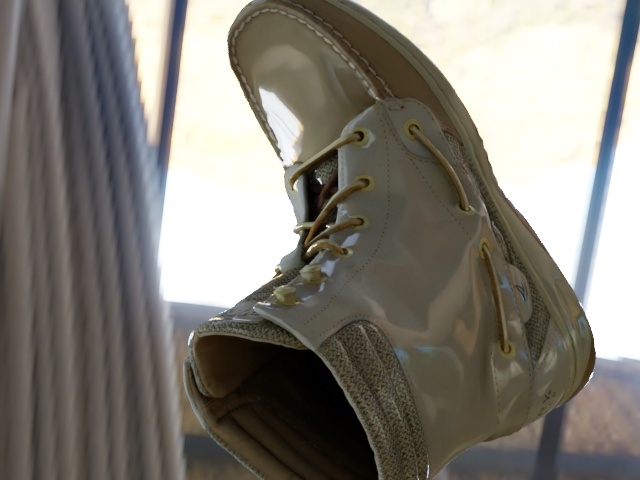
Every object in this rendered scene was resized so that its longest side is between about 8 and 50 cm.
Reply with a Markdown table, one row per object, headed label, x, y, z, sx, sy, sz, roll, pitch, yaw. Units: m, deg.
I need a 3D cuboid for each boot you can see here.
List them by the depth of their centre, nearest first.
| label | x | y | z | sx | sy | sz | roll | pitch | yaw |
| --- | --- | --- | --- | --- | --- | --- | --- | --- | --- |
| boot | 0.000 | 0.000 | 0.801 | 0.203 | 0.095 | 0.262 | -26 | -99 | -50 |
